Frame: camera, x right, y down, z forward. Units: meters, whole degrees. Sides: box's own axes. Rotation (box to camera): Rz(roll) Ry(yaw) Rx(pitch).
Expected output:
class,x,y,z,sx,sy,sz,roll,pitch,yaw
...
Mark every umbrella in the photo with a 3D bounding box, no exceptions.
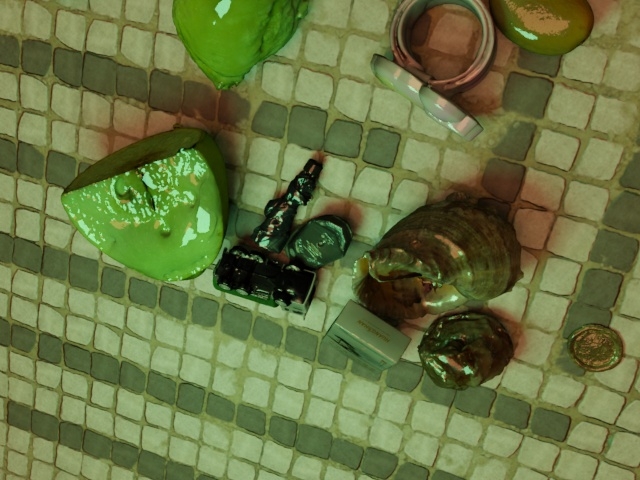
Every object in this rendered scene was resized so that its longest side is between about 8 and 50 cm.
class,x,y,z,sx,sy,sz,roll,pitch,yaw
umbrella,-0.068,-0.080,1.512,0.080,0.071,0.224,30,108,-10

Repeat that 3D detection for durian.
class,x,y,z,sx,sy,sz,roll,pitch,yaw
durian,-0.161,-0.449,1.326,0.256,0.339,0.204,-30,76,0

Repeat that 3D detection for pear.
class,x,y,z,sx,sy,sz,roll,pitch,yaw
pear,-0.327,-0.061,1.518,0.342,0.238,0.318,-16,114,15

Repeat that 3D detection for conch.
class,x,y,z,sx,sy,sz,roll,pitch,yaw
conch,0.213,0.033,1.385,0.352,0.210,0.297,13,136,-20

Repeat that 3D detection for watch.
class,x,y,z,sx,sy,sz,roll,pitch,yaw
watch,0.234,-0.337,1.279,0.248,0.211,0.217,37,105,12

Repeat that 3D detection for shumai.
class,x,y,z,sx,sy,sz,roll,pitch,yaw
shumai,0.292,0.252,1.451,0.206,0.175,0.166,-37,94,27

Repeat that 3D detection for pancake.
class,x,y,z,sx,sy,sz,roll,pitch,yaw
pancake,0.568,0.223,1.447,0.115,0.011,0.115,4,108,13

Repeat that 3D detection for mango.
class,x,y,z,sx,sy,sz,roll,pitch,yaw
mango,0.390,-0.407,1.251,0.195,0.092,0.130,36,112,3

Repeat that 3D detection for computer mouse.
class,x,y,z,sx,sy,sz,roll,pitch,yaw
computer mouse,0.000,0.000,1.519,0.192,0.062,0.106,-34,99,41

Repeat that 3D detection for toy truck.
class,x,y,z,sx,sy,sz,roll,pitch,yaw
toy truck,-0.129,0.095,1.560,0.242,0.101,0.125,15,154,13

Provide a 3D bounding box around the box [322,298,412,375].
class,x,y,z,sx,sy,sz,roll,pitch,yaw
box,0.091,0.209,1.477,0.149,0.233,0.067,31,73,3
